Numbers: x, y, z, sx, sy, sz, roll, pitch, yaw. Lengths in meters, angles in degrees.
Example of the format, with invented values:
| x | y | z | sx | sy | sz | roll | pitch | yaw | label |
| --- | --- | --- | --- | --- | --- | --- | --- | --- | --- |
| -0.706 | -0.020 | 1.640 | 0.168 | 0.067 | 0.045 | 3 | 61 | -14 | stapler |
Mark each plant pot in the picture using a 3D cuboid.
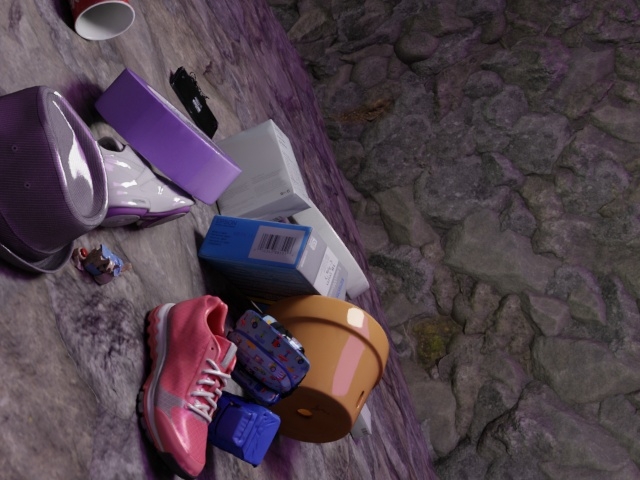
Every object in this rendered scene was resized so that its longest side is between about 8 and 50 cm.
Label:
| x | y | z | sx | sy | sz | roll | pitch | yaw | label |
| --- | --- | --- | --- | --- | --- | --- | --- | --- | --- |
| -0.015 | 0.284 | 1.555 | 0.290 | 0.291 | 0.203 | 60 | 31 | -34 | plant pot |

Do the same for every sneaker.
| x | y | z | sx | sy | sz | roll | pitch | yaw | label |
| --- | --- | --- | --- | --- | --- | --- | --- | --- | --- |
| -0.305 | -0.101 | 1.253 | 0.305 | 0.114 | 0.152 | 3 | 67 | -78 | sneaker |
| -0.193 | 0.206 | 1.144 | 0.116 | 0.136 | 0.313 | 54 | 18 | -47 | sneaker |

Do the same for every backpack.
| x | y | z | sx | sy | sz | roll | pitch | yaw | label |
| --- | --- | --- | --- | --- | --- | --- | --- | --- | --- |
| -0.144 | 0.299 | 1.228 | 0.098 | 0.120 | 0.101 | -59 | 142 | -19 | backpack |
| -0.096 | 0.197 | 1.256 | 0.158 | 0.117 | 0.173 | 42 | -17 | 5 | backpack |

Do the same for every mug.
| x | y | z | sx | sy | sz | roll | pitch | yaw | label |
| --- | --- | --- | --- | --- | --- | --- | --- | --- | --- |
| -0.444 | -0.475 | 1.417 | 0.113 | 0.150 | 0.169 | -11 | 71 | -42 | mug |

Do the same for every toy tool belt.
| x | y | z | sx | sy | sz | roll | pitch | yaw | label |
| --- | --- | --- | --- | --- | --- | --- | --- | --- | --- |
| -0.321 | 0.028 | 1.099 | 0.083 | 0.051 | 0.052 | 53 | 19 | -52 | toy tool belt |

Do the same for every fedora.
| x | y | z | sx | sy | sz | roll | pitch | yaw | label |
| --- | --- | --- | --- | --- | --- | --- | --- | --- | --- |
| -0.364 | -0.100 | 0.957 | 0.244 | 0.124 | 0.275 | 22 | 47 | -75 | fedora |

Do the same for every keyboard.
| x | y | z | sx | sy | sz | roll | pitch | yaw | label |
| --- | --- | --- | --- | --- | --- | --- | --- | --- | --- |
| -0.323 | -0.348 | 1.885 | 0.192 | 0.038 | 0.100 | 61 | 37 | -37 | keyboard |

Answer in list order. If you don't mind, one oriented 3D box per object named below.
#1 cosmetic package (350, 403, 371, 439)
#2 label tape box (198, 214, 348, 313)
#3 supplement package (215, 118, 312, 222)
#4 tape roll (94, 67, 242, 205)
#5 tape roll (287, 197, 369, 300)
| x | y | z | sx | sy | sz | roll | pitch | yaw | label |
| --- | --- | --- | --- | --- | --- | --- | --- | --- | --- |
| 0.075 | 0.446 | 2.138 | 0.099 | 0.061 | 0.239 | -78 | 144 | -67 | cosmetic package |
| -0.078 | 0.074 | 1.635 | 0.333 | 0.241 | 0.105 | 52 | 51 | -55 | label tape box |
| -0.156 | -0.153 | 1.844 | 0.149 | 0.194 | 0.203 | 38 | 33 | -70 | supplement package |
| -0.273 | -0.186 | 1.348 | 0.275 | 0.090 | 0.275 | 42 | 1 | -1 | tape roll |
| 0.000 | 0.000 | 2.144 | 0.392 | 0.072 | 0.392 | 54 | -3 | 4 | tape roll |
